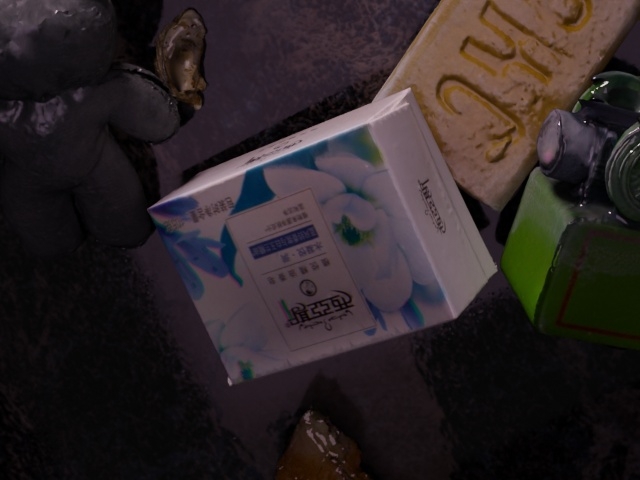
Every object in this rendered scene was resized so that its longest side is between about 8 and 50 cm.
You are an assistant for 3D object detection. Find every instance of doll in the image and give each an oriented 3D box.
[{"bbox_3d":[-0.269,-0.137,1.591,0.246,0.158,0.340,-12,134,6],"label":"doll"}]

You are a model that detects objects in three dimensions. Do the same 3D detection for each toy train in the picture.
[{"bbox_3d":[0.336,-0.014,1.531,0.307,0.173,0.248,10,112,-14],"label":"toy train"}]

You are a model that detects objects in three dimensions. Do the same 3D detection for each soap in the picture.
[{"bbox_3d":[0.187,-0.185,1.572,0.173,0.089,0.274,33,102,-2],"label":"soap"}]

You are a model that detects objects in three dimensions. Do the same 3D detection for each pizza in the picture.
[{"bbox_3d":[0.016,0.280,1.703,0.147,0.069,0.226,-31,96,32],"label":"pizza"}]

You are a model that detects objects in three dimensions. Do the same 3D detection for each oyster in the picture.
[{"bbox_3d":[-0.137,-0.185,1.633,0.081,0.038,0.083,37,74,-29],"label":"oyster"}]

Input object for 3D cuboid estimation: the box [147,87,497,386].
[{"bbox_3d":[-0.001,0.001,1.567,0.274,0.116,0.203,-19,102,32],"label":"box"}]
